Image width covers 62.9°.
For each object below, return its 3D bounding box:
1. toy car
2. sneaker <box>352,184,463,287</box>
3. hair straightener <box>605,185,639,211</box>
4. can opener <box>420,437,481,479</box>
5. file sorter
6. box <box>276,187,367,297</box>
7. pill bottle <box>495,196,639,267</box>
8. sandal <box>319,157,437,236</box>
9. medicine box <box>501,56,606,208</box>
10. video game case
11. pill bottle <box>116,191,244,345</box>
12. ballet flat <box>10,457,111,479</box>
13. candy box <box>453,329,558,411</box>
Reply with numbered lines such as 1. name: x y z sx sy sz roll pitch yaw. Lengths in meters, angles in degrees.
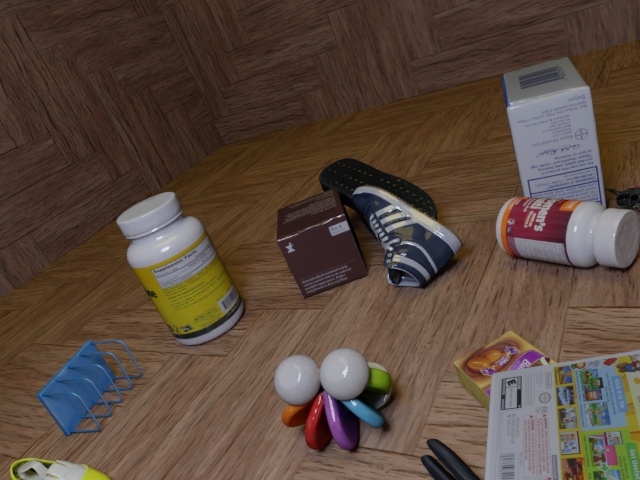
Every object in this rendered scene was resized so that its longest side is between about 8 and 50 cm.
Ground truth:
1. toy car: 0.022 0.247 0.797 0.182 0.159 0.136 -13 60 21
2. sneaker: 0.146 -0.007 1.135 0.282 0.099 0.153 33 74 31
3. hair straightener: 0.626 -0.092 1.006 0.089 0.047 0.230 -28 9 -12
4. can opener: 0.183 0.304 0.626 0.186 0.073 0.059 18 86 59
5. file sorter: -0.483 0.310 1.123 0.105 0.118 0.170 -9 27 21
6. box: 0.000 0.000 1.277 0.169 0.167 0.203 -20 24 6
7. pill bottle: 0.450 -0.016 0.965 0.121 0.121 0.221 -36 26 -28
8. sandal: 0.155 -0.093 1.362 0.168 0.107 0.446 -32 38 -10
9. medicine box: 0.494 -0.208 1.123 0.149 0.289 0.263 -11 26 22
10. video game case: 0.287 0.213 0.574 0.207 0.026 0.227 -19 19 28
11. pill bottle: -0.329 0.064 1.227 0.188 0.333 0.188 -19 23 9
12. ballet flat: -0.466 0.420 0.918 0.231 0.077 0.077 -8 27 30
13. candy box: 0.285 0.207 0.728 0.109 0.053 0.187 -26 25 -10
